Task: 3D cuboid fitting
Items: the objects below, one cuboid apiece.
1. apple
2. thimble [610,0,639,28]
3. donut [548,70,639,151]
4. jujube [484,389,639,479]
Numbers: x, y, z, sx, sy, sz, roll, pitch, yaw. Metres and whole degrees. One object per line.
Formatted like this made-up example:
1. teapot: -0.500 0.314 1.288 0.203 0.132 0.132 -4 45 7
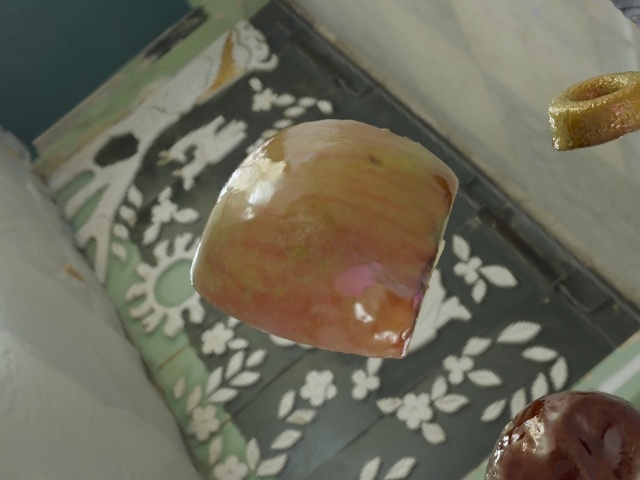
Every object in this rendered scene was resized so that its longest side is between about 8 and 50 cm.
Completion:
1. apple: 0.000 0.000 1.170 0.308 0.314 0.252 17 156 6
2. thimble: 0.515 -0.414 1.435 0.151 0.118 0.127 40 -150 -7
3. donut: 0.364 -0.172 1.184 0.058 0.151 0.152 64 175 -19
4. jujube: 0.230 0.233 0.820 0.168 0.168 0.236 50 162 33
